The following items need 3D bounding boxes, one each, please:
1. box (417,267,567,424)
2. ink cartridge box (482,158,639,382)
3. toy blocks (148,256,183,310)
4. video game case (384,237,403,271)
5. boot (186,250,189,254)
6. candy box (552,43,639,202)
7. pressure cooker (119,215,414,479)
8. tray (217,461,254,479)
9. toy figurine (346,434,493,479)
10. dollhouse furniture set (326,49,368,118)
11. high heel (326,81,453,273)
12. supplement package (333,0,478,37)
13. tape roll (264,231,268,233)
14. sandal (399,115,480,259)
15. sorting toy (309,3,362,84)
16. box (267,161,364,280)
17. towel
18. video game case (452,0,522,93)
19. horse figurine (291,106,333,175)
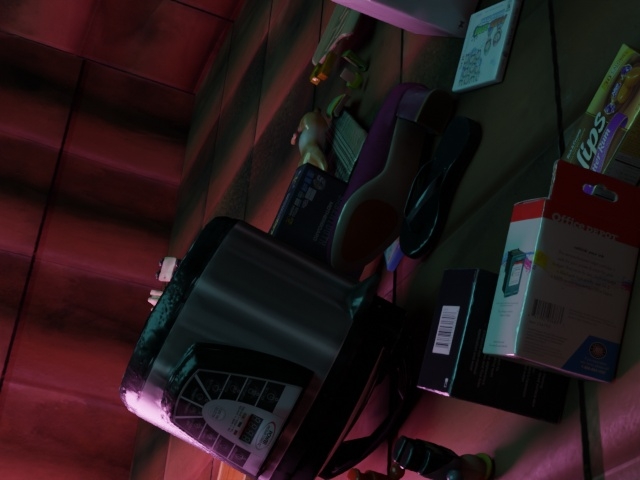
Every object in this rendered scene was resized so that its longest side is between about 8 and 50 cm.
[{"bbox_3d":[0.221,0.128,1.242,0.093,0.158,0.155,174,111,-70],"label":"box"},{"bbox_3d":[0.285,0.036,1.173,0.078,0.134,0.231,168,118,-70],"label":"ink cartridge box"},{"bbox_3d":[-0.210,0.208,2.311,0.309,0.260,0.288,2,72,41],"label":"toy blocks"},{"bbox_3d":[0.142,-0.039,1.852,0.166,0.015,0.119,-98,30,-51],"label":"video game case"},{"bbox_3d":[-0.212,0.102,2.127,0.236,0.085,0.178,-3,72,43],"label":"boot"},{"bbox_3d":[0.362,-0.132,1.226,0.109,0.053,0.186,-107,39,-59],"label":"candy box"},{"bbox_3d":[-0.063,0.194,1.634,0.375,0.420,0.370,-62,0,-16],"label":"pressure cooker"},{"bbox_3d":[-0.183,0.626,2.140,0.203,0.076,0.410,157,126,-67],"label":"tray"},{"bbox_3d":[0.131,0.381,1.332,0.209,0.148,0.213,-47,29,42],"label":"toy figurine"},{"bbox_3d":[0.044,-0.351,2.279,0.151,0.059,0.076,-57,17,-4],"label":"dollhouse furniture set"},{"bbox_3d":[0.103,-0.113,1.824,0.377,0.127,0.181,-56,22,-5],"label":"high heel"},{"bbox_3d":[0.170,-0.505,1.879,0.263,0.199,0.198,-138,66,-70],"label":"supplement package"},{"bbox_3d":[-0.112,0.177,2.010,0.392,0.072,0.391,10,-90,-74],"label":"tape roll"},{"bbox_3d":[0.183,-0.092,1.692,0.097,0.055,0.254,46,118,59],"label":"sandal"},{"bbox_3d":[0.050,-0.492,2.405,0.307,0.041,0.229,-67,15,-17],"label":"sorting toy"},{"bbox_3d":[0.000,0.000,1.858,0.232,0.183,0.059,-66,16,-14],"label":"box"},{"bbox_3d":[0.027,-0.124,2.235,0.312,0.056,0.324,-65,18,17],"label":"towel"},{"bbox_3d":[0.278,-0.325,1.697,0.157,0.019,0.143,-177,103,-71],"label":"video game case"},{"bbox_3d":[-0.022,-0.208,2.273,0.174,0.066,0.263,124,156,-53],"label":"horse figurine"}]
